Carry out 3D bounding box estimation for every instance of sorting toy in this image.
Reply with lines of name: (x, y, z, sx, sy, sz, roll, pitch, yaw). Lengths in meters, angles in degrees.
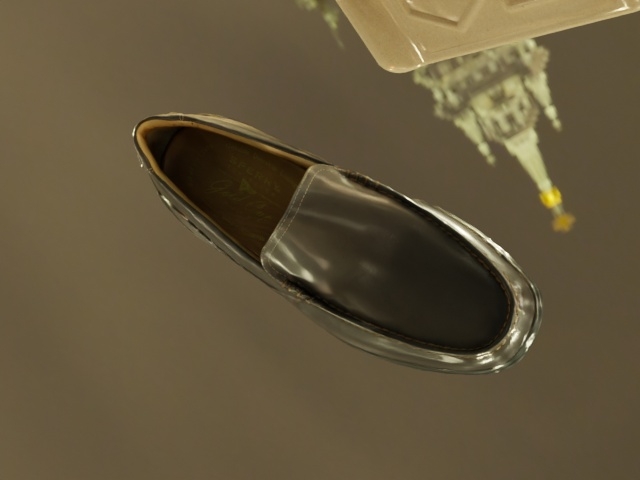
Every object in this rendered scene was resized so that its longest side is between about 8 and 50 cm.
sorting toy: (0.071, -0.194, 0.877, 0.208, 0.193, 0.038, -12, -148, 46)

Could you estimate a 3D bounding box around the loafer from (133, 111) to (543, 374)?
loafer: (0.000, 0.000, 0.570, 0.170, 0.061, 0.062, 24, -92, 28)
